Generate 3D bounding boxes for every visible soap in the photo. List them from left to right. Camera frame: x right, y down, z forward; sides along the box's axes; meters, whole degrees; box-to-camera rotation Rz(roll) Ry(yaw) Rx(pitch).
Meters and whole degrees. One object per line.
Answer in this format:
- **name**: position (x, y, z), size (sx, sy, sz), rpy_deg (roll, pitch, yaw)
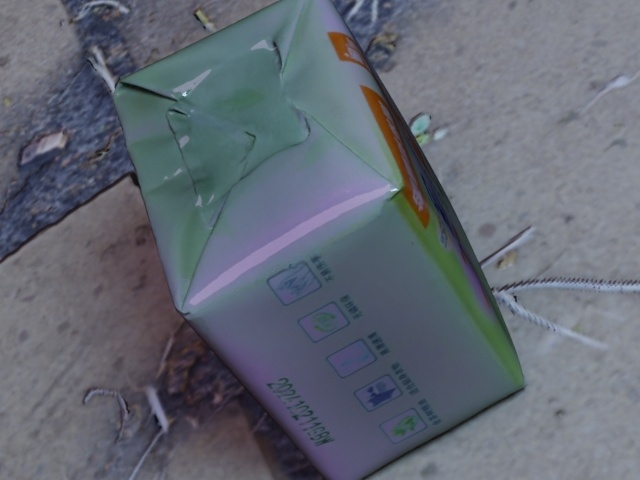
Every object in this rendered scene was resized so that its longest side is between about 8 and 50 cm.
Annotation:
- **soap**: position (0.000, 0.000, 1.056), size (0.138, 0.199, 0.182), rpy_deg (-27, 46, 8)
